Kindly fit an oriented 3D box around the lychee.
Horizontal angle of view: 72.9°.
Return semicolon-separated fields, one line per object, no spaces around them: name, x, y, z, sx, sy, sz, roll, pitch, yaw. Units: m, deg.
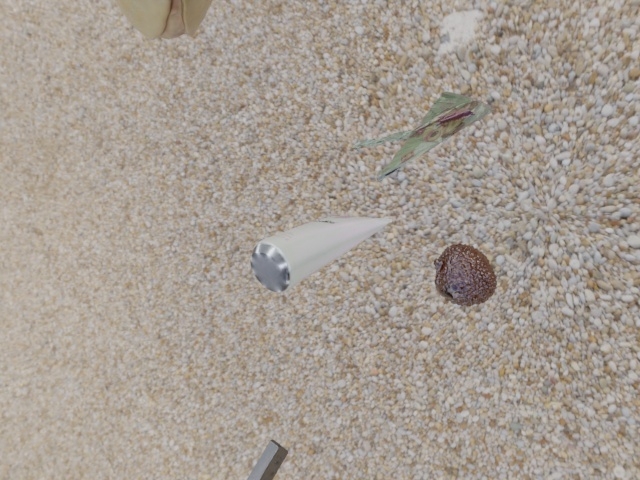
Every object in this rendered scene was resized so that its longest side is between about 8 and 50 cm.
lychee;0.289;0.073;0.871;0.129;0.123;0.123;38;114;-17

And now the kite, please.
kite;0.129;-0.153;0.616;0.250;0.229;0.012;-3;129;52

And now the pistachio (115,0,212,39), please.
pistachio;-0.206;-0.387;0.571;0.293;0.162;0.181;-28;77;61

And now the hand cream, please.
hand cream;0.000;0.000;1.009;0.186;0.359;0.117;2;112;41

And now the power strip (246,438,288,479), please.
power strip;-0.103;0.426;0.793;0.029;0.038;0.111;12;60;43
